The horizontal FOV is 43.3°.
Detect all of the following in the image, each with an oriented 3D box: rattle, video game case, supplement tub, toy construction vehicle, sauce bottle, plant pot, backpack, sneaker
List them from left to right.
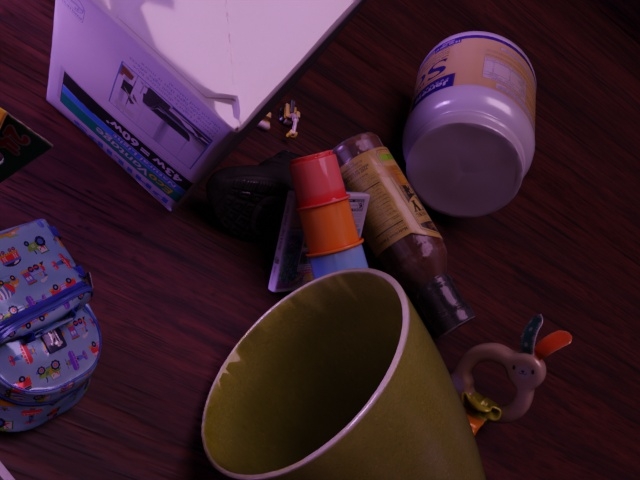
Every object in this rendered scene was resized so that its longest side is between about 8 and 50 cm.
[{"bbox_3d":[-0.289,0.087,0.781,0.158,0.117,0.173,-24,80,-51],"label":"backpack"},{"bbox_3d":[-0.073,-0.217,1.323,0.086,0.035,0.098,26,43,-28],"label":"toy construction vehicle"},{"bbox_3d":[-0.062,-0.073,1.176,0.286,0.109,0.130,8,44,-50],"label":"sneaker"},{"bbox_3d":[0.000,0.000,1.146,0.019,0.143,0.157,24,18,40],"label":"video game case"},{"bbox_3d":[0.064,0.229,0.926,0.293,0.274,0.275,48,34,-27],"label":"plant pot"},{"bbox_3d":[0.129,-0.008,1.293,0.111,0.111,0.344,-16,72,-50],"label":"sauce bottle"},{"bbox_3d":[0.283,-0.221,1.520,0.241,0.241,0.331,38,38,-16],"label":"supplement tub"},{"bbox_3d":[0.258,0.201,1.167,0.142,0.199,0.130,1,58,-45],"label":"rattle"}]

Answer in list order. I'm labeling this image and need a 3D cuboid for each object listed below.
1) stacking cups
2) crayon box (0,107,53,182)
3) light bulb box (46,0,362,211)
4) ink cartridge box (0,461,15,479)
[{"bbox_3d":[0.027,0.041,1.054,0.096,0.096,0.316,-27,105,-52],"label":"stacking cups"},{"bbox_3d":[-0.426,-0.110,0.699,0.318,0.202,0.081,36,46,-35],"label":"crayon box"},{"bbox_3d":[-0.114,-0.262,0.953,0.225,0.361,0.358,43,68,-8],"label":"light bulb box"},{"bbox_3d":[-0.308,0.235,0.682,0.135,0.056,0.099,50,36,1],"label":"ink cartridge box"}]
